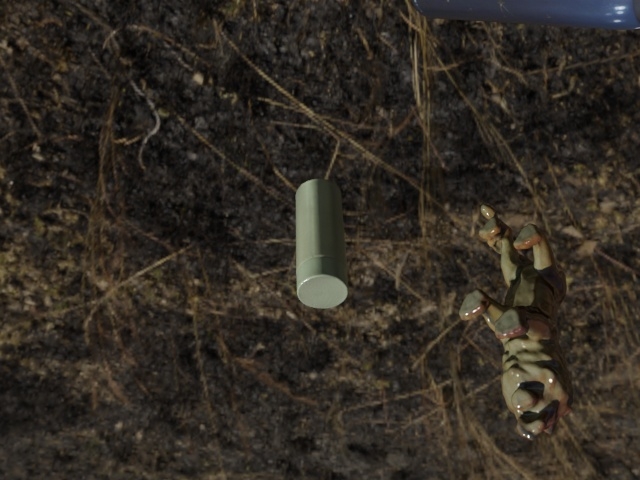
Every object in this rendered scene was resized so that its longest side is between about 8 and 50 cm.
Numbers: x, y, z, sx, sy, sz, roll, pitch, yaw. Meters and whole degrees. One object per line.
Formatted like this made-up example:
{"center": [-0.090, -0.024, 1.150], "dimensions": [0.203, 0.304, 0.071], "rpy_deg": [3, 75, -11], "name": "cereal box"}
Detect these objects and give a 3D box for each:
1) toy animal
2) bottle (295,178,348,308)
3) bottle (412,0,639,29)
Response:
{"center": [0.251, 0.090, 0.792], "dimensions": [0.097, 0.312, 0.157], "rpy_deg": [-22, 119, 36], "name": "toy animal"}
{"center": [0.000, 0.000, 0.938], "dimensions": [0.072, 0.201, 0.072], "rpy_deg": [-1, 135, -1], "name": "bottle"}
{"center": [0.177, -0.197, 0.495], "dimensions": [0.244, 0.072, 0.082], "rpy_deg": [23, 126, 46], "name": "bottle"}
